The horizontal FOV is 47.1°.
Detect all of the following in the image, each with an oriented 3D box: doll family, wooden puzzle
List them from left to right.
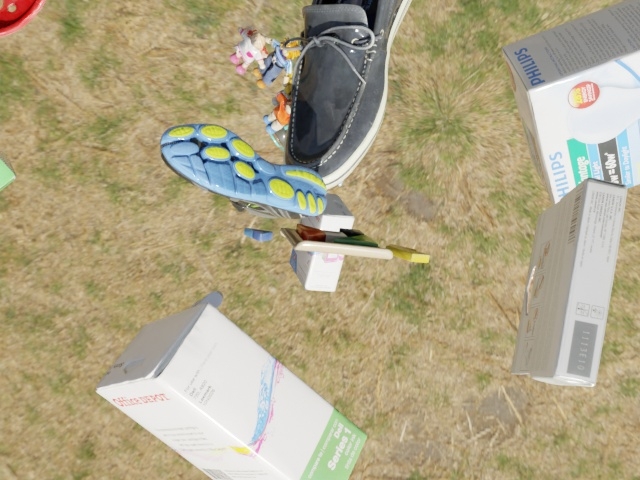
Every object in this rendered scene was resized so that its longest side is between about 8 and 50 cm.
[{"bbox_3d":[-0.089,-0.382,1.683,0.163,0.118,0.263,-22,97,58],"label":"doll family"},{"bbox_3d":[0.011,0.000,0.515,0.116,0.078,0.014,5,97,-20],"label":"wooden puzzle"}]

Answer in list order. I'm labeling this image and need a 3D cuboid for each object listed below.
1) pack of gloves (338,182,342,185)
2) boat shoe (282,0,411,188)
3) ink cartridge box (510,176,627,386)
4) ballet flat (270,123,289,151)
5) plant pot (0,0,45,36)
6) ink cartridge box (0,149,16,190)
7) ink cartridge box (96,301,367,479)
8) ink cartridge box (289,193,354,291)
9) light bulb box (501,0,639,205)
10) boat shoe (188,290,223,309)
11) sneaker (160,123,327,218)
[{"bbox_3d":[0.035,-0.256,1.732,0.046,0.195,0.232,11,59,35],"label":"pack of gloves"},{"bbox_3d":[0.035,-0.329,1.227,0.187,0.156,0.500,15,83,35],"label":"boat shoe"},{"bbox_3d":[0.354,0.071,1.069,0.060,0.239,0.275,12,81,4],"label":"ink cartridge box"},{"bbox_3d":[-0.080,-0.281,1.902,0.096,0.280,0.095,-32,100,1],"label":"ballet flat"},{"bbox_3d":[-0.586,-0.470,1.241,0.174,0.191,0.191,42,104,11],"label":"plant pot"},{"bbox_3d":[-0.385,-0.031,0.649,0.208,0.153,0.087,-42,116,-12],"label":"ink cartridge box"},{"bbox_3d":[-0.114,0.217,0.926,0.278,0.117,0.201,43,146,-18],"label":"ink cartridge box"},{"bbox_3d":[0.000,0.000,1.075,0.052,0.088,0.122,6,114,-22],"label":"ink cartridge box"},{"bbox_3d":[0.647,-0.311,1.665,0.361,0.225,0.358,-19,128,12],"label":"light bulb box"},{"bbox_3d":[-0.199,0.117,1.207,0.100,0.035,0.035,-42,93,5],"label":"boat shoe"},{"bbox_3d":[-0.078,-0.056,0.717,0.078,0.188,0.067,-20,62,41],"label":"sneaker"}]
